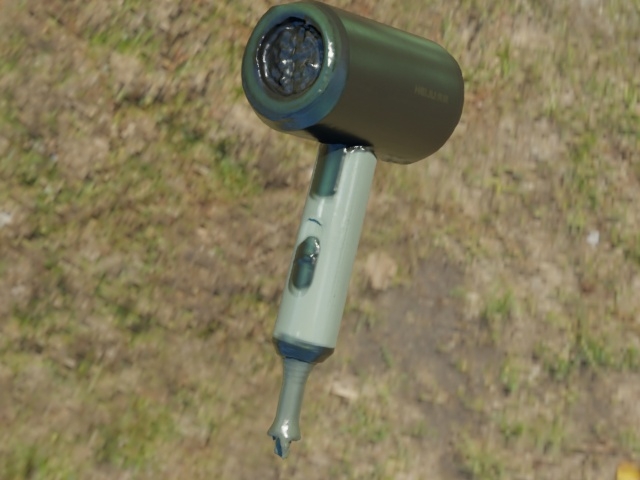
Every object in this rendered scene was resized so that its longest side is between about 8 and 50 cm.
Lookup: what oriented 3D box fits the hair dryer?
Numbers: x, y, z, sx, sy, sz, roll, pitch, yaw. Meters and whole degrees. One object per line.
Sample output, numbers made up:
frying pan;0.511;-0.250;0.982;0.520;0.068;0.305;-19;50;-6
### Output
hair dryer;0.000;0.000;0.720;0.057;0.100;0.197;14;94;38
